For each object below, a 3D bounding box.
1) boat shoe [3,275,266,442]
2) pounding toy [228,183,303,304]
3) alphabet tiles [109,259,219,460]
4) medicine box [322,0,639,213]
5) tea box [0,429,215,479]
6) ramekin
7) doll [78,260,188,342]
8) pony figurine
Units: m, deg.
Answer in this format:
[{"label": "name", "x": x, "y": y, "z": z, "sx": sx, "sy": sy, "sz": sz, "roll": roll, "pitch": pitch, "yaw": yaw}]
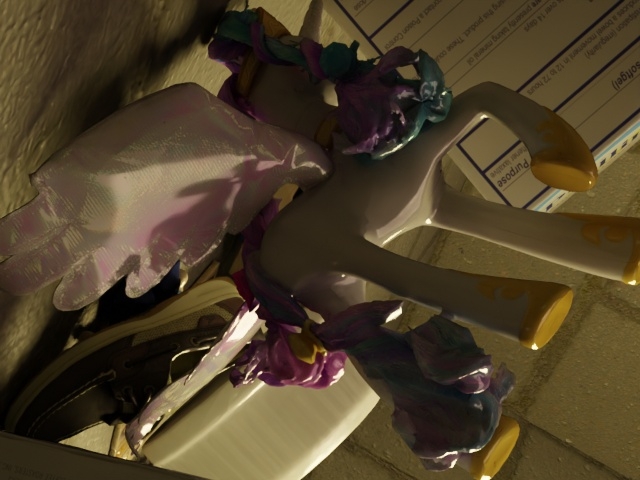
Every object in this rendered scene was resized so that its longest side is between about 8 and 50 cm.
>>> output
[{"label": "boat shoe", "x": -0.139, "y": 0.106, "z": 1.071, "sx": 0.223, "sy": 0.073, "sz": 0.080, "roll": -30, "pitch": 153, "yaw": -30}, {"label": "pounding toy", "x": -0.024, "y": -0.025, "z": 1.451, "sx": 0.181, "sy": 0.094, "sz": 0.206, "roll": -61, "pitch": -179, "yaw": -31}, {"label": "alphabet tiles", "x": -0.158, "y": 0.131, "z": 1.426, "sx": 0.198, "sy": 0.009, "sz": 0.237, "roll": -52, "pitch": 168, "yaw": -42}, {"label": "medicine box", "x": 0.173, "y": -0.200, "z": 1.115, "sx": 0.263, "sy": 0.289, "sz": 0.149, "roll": -41, "pitch": 173, "yaw": 12}, {"label": "tea box", "x": -0.154, "y": 0.306, "z": 0.901, "sx": 0.329, "sy": 0.220, "sz": 0.323, "roll": 40, "pitch": 62, "yaw": -68}, {"label": "ramekin", "x": -0.051, "y": 0.179, "z": 1.455, "sx": 0.273, "sy": 0.127, "sz": 0.273, "roll": -41, "pitch": -178, "yaw": 2}, {"label": "doll", "x": -0.149, "y": 0.054, "z": 1.126, "sx": 0.129, "sy": 0.046, "sz": 0.189, "roll": -39, "pitch": 161, "yaw": -40}, {"label": "pony figurine", "x": 0.000, "y": 0.000, "z": 0.927, "sx": 0.351, "sy": 0.363, "sz": 0.303, "roll": -48, "pitch": 151, "yaw": -20}]
